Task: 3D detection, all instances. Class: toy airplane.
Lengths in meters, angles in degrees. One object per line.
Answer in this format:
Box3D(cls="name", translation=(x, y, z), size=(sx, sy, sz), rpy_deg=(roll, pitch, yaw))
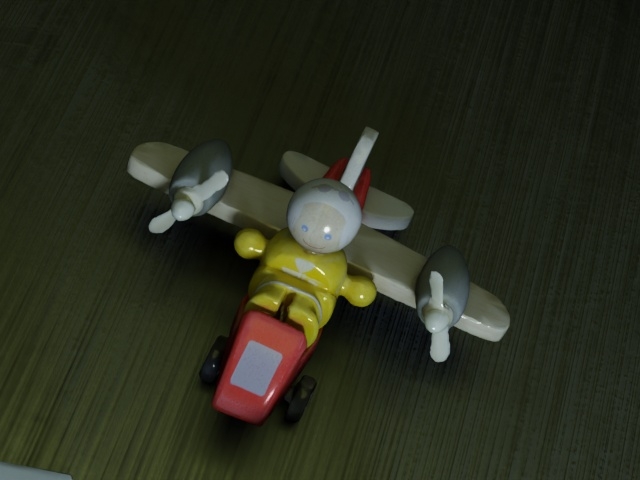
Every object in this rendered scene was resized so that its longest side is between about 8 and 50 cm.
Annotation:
Box3D(cls="toy airplane", translation=(0.000, 0.000, 1.480), size=(0.386, 0.272, 0.384), rpy_deg=(-15, 65, -20))

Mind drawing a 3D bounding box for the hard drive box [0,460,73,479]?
Box3D(cls="hard drive box", translation=(-0.315, 0.348, 1.236), size=(0.089, 0.232, 0.181), rpy_deg=(13, 59, -6))
